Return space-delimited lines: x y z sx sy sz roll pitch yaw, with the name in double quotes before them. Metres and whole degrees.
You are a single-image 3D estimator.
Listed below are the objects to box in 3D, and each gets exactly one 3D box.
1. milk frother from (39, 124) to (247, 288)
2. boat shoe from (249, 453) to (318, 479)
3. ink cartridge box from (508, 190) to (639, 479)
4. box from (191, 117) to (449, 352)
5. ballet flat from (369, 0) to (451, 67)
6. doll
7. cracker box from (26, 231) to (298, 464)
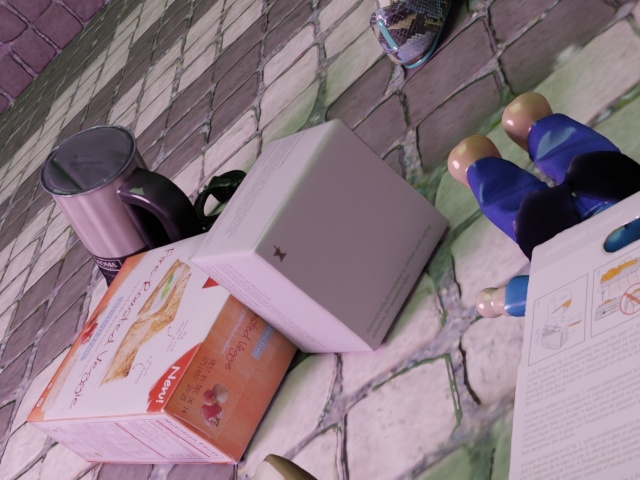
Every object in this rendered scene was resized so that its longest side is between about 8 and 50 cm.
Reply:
"milk frother" -0.139 -0.043 0.990 0.129 0.134 0.143 -1 48 21
"boat shoe" 0.011 0.166 0.432 0.092 0.103 0.285 -56 19 -2
"ink cartridge box" 0.132 0.054 0.418 0.145 0.045 0.179 -34 31 44
"box" 0.000 0.000 0.706 0.101 0.102 0.087 -58 22 -22
"ballet flat" 0.086 -0.222 0.951 0.070 0.070 0.188 -27 31 43
"doll" 0.123 -0.009 0.563 0.129 0.046 0.189 -39 29 2
"cracker box" -0.103 0.074 0.825 0.232 0.067 0.155 -15 41 54
